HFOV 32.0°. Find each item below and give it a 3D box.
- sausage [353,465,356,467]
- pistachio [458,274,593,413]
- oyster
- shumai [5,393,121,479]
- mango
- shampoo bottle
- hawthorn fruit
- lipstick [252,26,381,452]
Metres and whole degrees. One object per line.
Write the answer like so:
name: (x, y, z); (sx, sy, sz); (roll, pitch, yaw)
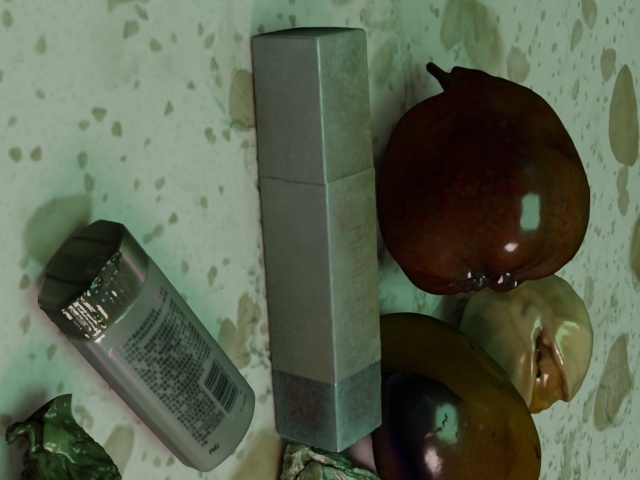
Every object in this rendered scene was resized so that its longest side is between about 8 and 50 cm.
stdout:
sausage: (0.042, 0.247, 1.162); (0.100, 0.015, 0.015); (41, 65, -49)
pistachio: (0.239, 0.124, 1.307); (0.157, 0.157, 0.230); (-58, 151, -28)
oyster: (0.007, 0.270, 1.087); (0.124, 0.064, 0.177); (-6, 113, -38)
shumai: (-0.179, 0.149, 0.796); (0.083, 0.082, 0.081); (-3, 100, -77)
mango: (0.131, 0.203, 1.159); (0.287, 0.152, 0.201); (47, 63, -46)
shampoo bottle: (-0.127, 0.087, 0.862); (0.086, 0.055, 0.227); (-60, 139, -27)
hawthorn fruit: (0.150, -0.071, 1.107); (0.208, 0.208, 0.248); (9, 66, -54)
lipstick: (0.000, 0.000, 0.998); (0.076, 0.079, 0.372); (-22, 114, -48)
